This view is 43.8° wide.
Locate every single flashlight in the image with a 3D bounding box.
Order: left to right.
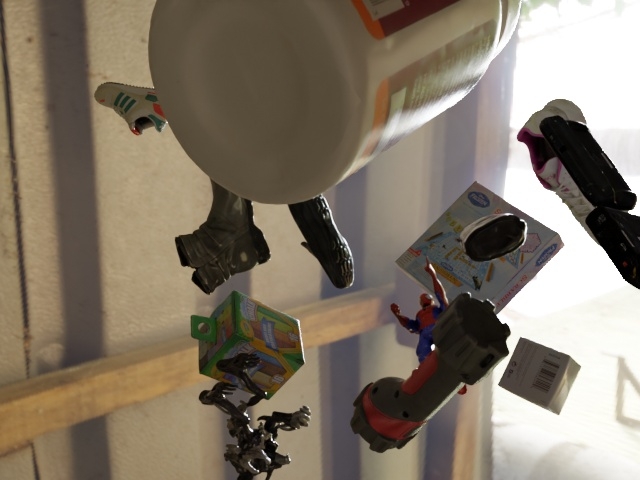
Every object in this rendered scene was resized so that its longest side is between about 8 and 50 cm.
[{"bbox_3d":[0.140,0.182,1.081,0.103,0.304,0.103,24,-135,-5],"label":"flashlight"}]

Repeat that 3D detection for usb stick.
[{"bbox_3d":[0.219,-0.006,1.037,0.045,0.077,0.278,61,-172,2],"label":"usb stick"}]

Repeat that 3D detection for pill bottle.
[{"bbox_3d":[0.041,-0.207,0.789,0.392,0.224,0.224,-37,-59,-47],"label":"pill bottle"}]

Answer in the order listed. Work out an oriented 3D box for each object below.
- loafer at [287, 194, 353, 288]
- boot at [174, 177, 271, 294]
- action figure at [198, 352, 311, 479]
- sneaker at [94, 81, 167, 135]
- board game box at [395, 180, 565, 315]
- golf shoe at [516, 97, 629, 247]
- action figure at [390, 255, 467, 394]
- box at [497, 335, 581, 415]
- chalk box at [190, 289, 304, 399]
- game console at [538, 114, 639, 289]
[{"bbox_3d":[0.000,0.000,1.639,0.076,0.078,0.223,-17,-99,-59],"label":"loafer"},{"bbox_3d":[-0.206,-0.030,1.511,0.161,0.083,0.246,-26,-77,-22],"label":"boot"},{"bbox_3d":[-0.110,0.343,1.425,0.164,0.141,0.275,-51,-49,-39],"label":"action figure"},{"bbox_3d":[-0.325,-0.221,1.352,0.057,0.161,0.075,41,-118,-65],"label":"sneaker"},{"bbox_3d":[0.407,0.035,2.069,0.318,0.319,0.066,-45,-46,-2],"label":"board game box"},{"bbox_3d":[0.464,-0.108,1.482,0.140,0.115,0.306,-28,-90,-31],"label":"golf shoe"},{"bbox_3d":[0.171,0.135,1.312,0.139,0.092,0.280,60,-166,-18],"label":"action figure"},{"bbox_3d":[0.389,0.239,1.411,0.087,0.102,0.101,34,-100,-52],"label":"box"},{"bbox_3d":[-0.157,0.199,1.576,0.213,0.132,0.132,28,-61,-27],"label":"chalk box"},{"bbox_3d":[0.462,-0.062,1.233,0.213,0.361,0.044,10,-46,-34],"label":"game console"}]
